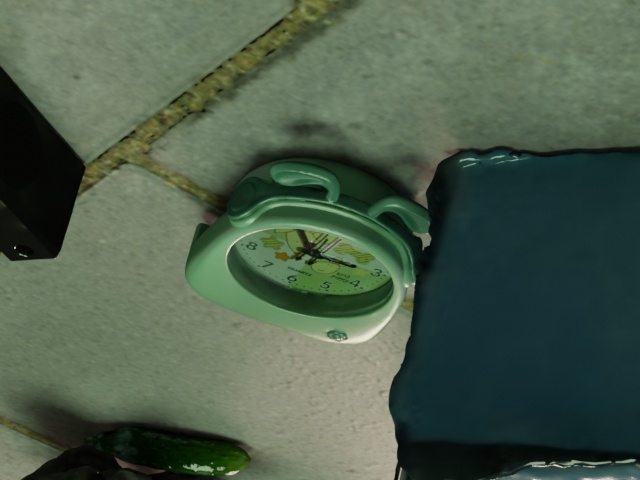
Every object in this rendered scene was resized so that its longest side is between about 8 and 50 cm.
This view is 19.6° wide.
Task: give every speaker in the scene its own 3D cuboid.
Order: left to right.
[{"bbox_3d":[-0.234,-0.075,1.215,0.044,0.082,0.218,-4,145,26],"label":"speaker"}]

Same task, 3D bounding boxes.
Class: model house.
[{"bbox_3d":[0.190,0.108,1.210,0.215,0.237,0.303,-1,147,21],"label":"model house"}]

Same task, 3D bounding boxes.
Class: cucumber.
[{"bbox_3d":[-0.140,0.189,1.668,0.155,0.037,0.037,7,149,8],"label":"cucumber"}]

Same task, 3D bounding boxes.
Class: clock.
[{"bbox_3d":[0.000,0.001,1.277,0.148,0.060,0.188,22,148,-14],"label":"clock"}]

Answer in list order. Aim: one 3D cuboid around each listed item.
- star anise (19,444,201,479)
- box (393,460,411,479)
[{"bbox_3d":[-0.181,0.252,1.683,0.316,0.139,0.359,3,170,-27],"label":"star anise"},{"bbox_3d":[0.247,0.251,1.555,0.369,0.112,0.190,29,145,-26],"label":"box"}]
